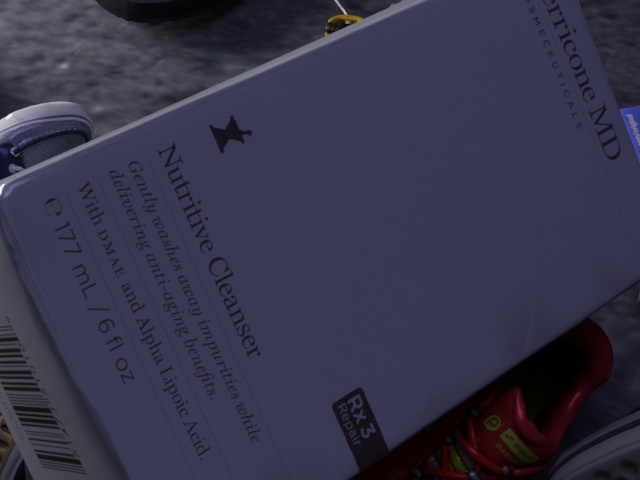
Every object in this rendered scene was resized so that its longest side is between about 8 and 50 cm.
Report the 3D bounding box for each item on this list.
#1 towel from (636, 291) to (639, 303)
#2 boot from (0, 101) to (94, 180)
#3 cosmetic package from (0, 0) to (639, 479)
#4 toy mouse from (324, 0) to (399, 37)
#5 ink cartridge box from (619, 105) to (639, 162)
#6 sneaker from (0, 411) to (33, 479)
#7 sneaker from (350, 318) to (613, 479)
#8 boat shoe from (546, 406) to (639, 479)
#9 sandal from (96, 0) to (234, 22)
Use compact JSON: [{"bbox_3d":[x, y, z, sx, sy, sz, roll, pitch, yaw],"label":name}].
[{"bbox_3d":[0.452,0.011,0.998,0.370,0.040,0.271,18,45,17],"label":"towel"},{"bbox_3d":[-0.248,-0.034,1.012,0.190,0.069,0.086,-27,57,-16],"label":"boot"},{"bbox_3d":[0.000,0.000,0.757,0.385,0.217,0.156,-30,11,-30],"label":"cosmetic package"},{"bbox_3d":[0.074,-0.164,1.173,0.143,0.031,0.161,2,44,0],"label":"toy mouse"},{"bbox_3d":[0.384,-0.033,0.967,0.311,0.065,0.186,-4,48,-3],"label":"ink cartridge box"},{"bbox_3d":[-0.194,0.131,0.826,0.099,0.153,0.282,30,81,23],"label":"sneaker"},{"bbox_3d":[0.075,0.123,0.789,0.279,0.118,0.107,-41,101,-34],"label":"sneaker"},{"bbox_3d":[0.333,0.083,0.668,0.156,0.500,0.187,-30,89,-48],"label":"boat shoe"},{"bbox_3d":[-0.088,-0.363,1.320,0.167,0.107,0.446,21,47,19],"label":"sandal"}]
